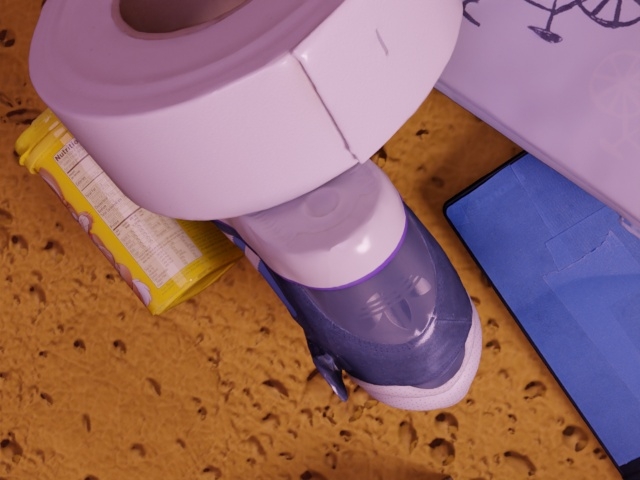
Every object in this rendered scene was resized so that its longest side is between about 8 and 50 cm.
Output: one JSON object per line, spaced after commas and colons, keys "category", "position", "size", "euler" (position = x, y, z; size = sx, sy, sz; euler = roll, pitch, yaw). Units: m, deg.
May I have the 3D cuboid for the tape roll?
{"category": "tape roll", "position": [-0.051, -0.152, 0.696], "size": [0.286, 0.286, 0.100], "euler": [-16, 135, 18]}

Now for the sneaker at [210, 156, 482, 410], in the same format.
{"category": "sneaker", "position": [0.001, 0.000, 0.780], "size": [0.130, 0.236, 0.323], "euler": [-38, 41, -5]}

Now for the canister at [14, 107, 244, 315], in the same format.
{"category": "canister", "position": [-0.146, -0.031, 0.818], "size": [0.073, 0.126, 0.170], "euler": [-40, 87, 17]}

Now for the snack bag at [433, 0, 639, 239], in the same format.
{"category": "snack bag", "position": [0.212, -0.199, 0.675], "size": [0.323, 0.037, 0.343], "euler": [41, 109, 30]}

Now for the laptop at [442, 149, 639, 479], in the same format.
{"category": "laptop", "position": [0.303, 0.083, 0.607], "size": [0.382, 0.408, 0.236], "euler": [-35, 124, 30]}

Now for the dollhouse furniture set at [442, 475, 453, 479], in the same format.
{"category": "dollhouse furniture set", "position": [0.056, 0.309, 0.815], "size": [0.182, 0.101, 0.161], "euler": [-30, 88, 18]}
